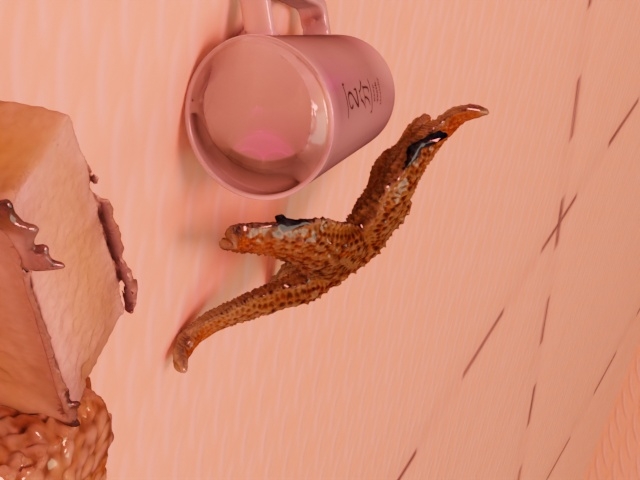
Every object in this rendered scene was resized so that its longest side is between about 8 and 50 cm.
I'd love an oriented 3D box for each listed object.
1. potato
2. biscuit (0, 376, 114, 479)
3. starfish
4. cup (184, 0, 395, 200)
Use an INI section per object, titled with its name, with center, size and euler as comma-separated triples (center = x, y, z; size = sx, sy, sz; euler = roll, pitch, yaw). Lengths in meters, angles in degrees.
[potato]
center = -0.115, 0.006, 0.511
size = 0.122, 0.086, 0.061
euler = 86, 20, -49
[biscuit]
center = -0.142, 0.109, 0.565
size = 0.168, 0.070, 0.082
euler = -35, 147, -60
[starfish]
center = 0.000, 0.000, 0.790
size = 0.208, 0.053, 0.176
euler = -35, 176, -22
[cup]
center = -0.013, -0.080, 0.706
size = 0.116, 0.074, 0.104
euler = -31, 111, -64
